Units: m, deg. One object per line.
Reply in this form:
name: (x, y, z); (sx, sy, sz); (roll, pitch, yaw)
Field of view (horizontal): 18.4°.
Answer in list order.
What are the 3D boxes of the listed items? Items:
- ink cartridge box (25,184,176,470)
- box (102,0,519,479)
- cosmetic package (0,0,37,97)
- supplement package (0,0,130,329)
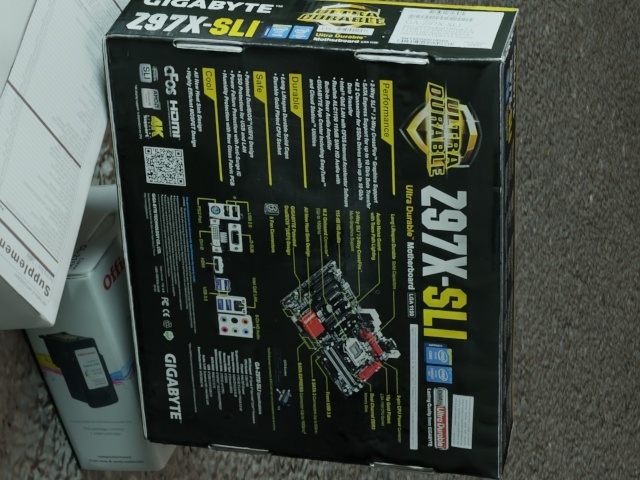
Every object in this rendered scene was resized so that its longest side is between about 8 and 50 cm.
ink cartridge box: (-0.148, 0.062, 1.451); (0.127, 0.072, 0.175); (-59, 139, -50)
box: (0.000, 0.000, 1.309); (0.079, 0.257, 0.322); (-68, 158, -57)
cosmetic package: (-0.340, -0.142, 0.662); (0.329, 0.394, 0.327); (57, 39, -48)
supplement package: (-0.224, -0.080, 1.226); (0.139, 0.134, 0.244); (55, 39, -50)
